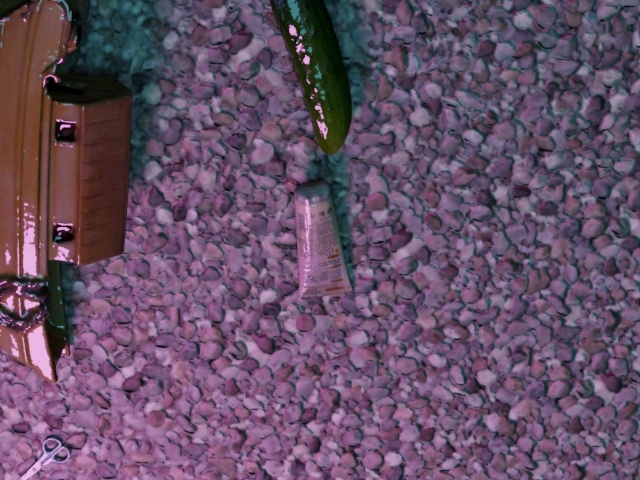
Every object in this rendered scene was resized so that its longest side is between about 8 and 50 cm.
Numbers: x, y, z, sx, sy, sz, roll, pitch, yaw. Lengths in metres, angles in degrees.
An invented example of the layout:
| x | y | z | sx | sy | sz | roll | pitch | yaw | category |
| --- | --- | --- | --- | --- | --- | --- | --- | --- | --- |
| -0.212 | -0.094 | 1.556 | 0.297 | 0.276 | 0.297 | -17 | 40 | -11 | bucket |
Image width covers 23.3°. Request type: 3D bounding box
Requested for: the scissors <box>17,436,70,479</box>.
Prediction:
| x | y | z | sx | sy | sz | roll | pitch | yaw | category |
| --- | --- | --- | --- | --- | --- | --- | --- | --- | --- |
| -0.326 | 0.259 | 1.791 | 0.083 | 0.006 | 0.036 | -40 | 105 | 14 | scissors |

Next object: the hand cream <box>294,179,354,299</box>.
| x | y | z | sx | sy | sz | roll | pitch | yaw | category |
| --- | --- | --- | --- | --- | --- | --- | --- | --- | --- |
| 0.000 | 0.000 | 1.684 | 0.061 | 0.039 | 0.143 | -10 | 121 | -5 | hand cream |

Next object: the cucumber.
| x | y | z | sx | sy | sz | roll | pitch | yaw | category |
| --- | --- | --- | --- | --- | --- | --- | --- | --- | --- |
| -0.011 | -0.205 | 1.587 | 0.056 | 0.056 | 0.250 | -17 | 114 | 5 | cucumber |

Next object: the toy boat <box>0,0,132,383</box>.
| x | y | z | sx | sy | sz | roll | pitch | yaw | category |
| --- | --- | --- | --- | --- | --- | --- | --- | --- | --- |
| -0.277 | -0.061 | 1.607 | 0.162 | 0.136 | 0.445 | 9 | 116 | -1 | toy boat |
